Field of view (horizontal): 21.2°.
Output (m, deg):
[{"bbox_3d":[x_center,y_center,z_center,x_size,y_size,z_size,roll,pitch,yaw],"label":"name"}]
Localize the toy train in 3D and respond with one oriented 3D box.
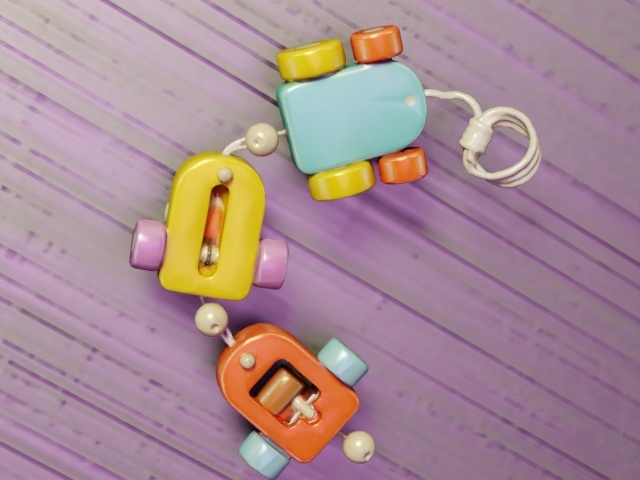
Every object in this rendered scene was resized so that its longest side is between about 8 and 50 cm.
[{"bbox_3d":[0.000,0.000,0.648,0.125,0.046,0.166,36,92,-14],"label":"toy train"}]
